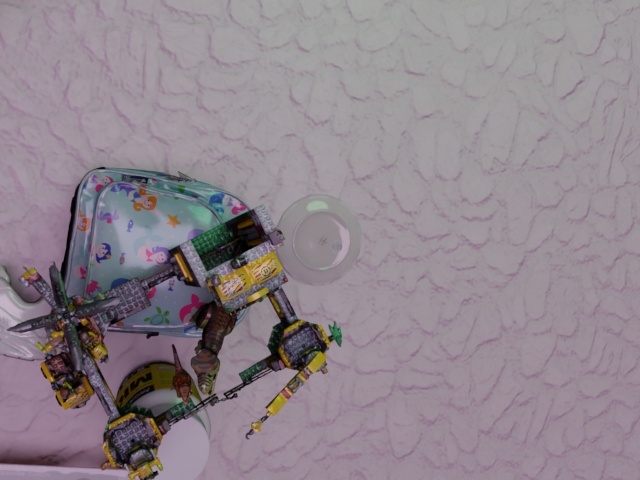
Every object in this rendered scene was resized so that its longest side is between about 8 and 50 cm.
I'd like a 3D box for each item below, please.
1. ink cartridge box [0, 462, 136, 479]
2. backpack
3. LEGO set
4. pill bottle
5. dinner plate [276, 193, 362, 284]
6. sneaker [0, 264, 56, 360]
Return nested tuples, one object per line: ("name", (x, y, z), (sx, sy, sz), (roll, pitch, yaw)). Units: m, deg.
("ink cartridge box", (-0.348, 0.425, 0.982), (0.274, 0.060, 0.239), (9, 92, -17))
("backpack", (-0.204, 0.021, 0.927), (0.253, 0.191, 0.225), (10, 92, -23))
("LEGO set", (-0.133, 0.105, 0.741), (0.331, 0.192, 0.255), (-19, 93, -16))
("pill bottle", (-0.211, 0.242, 0.927), (0.119, 0.208, 0.119), (-2, 96, -18))
("dinner plate", (0.000, 0.000, 1.071), (0.141, 0.017, 0.141), (-2, 97, -18))
("sneaker", (-0.455, 0.083, 0.909), (0.232, 0.090, 0.115), (15, 81, -24))
